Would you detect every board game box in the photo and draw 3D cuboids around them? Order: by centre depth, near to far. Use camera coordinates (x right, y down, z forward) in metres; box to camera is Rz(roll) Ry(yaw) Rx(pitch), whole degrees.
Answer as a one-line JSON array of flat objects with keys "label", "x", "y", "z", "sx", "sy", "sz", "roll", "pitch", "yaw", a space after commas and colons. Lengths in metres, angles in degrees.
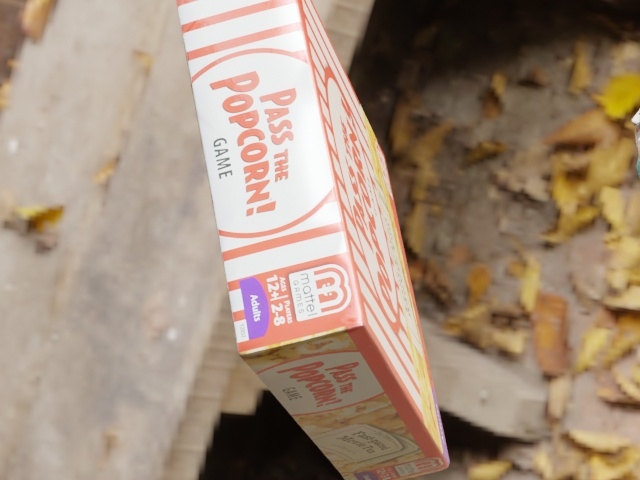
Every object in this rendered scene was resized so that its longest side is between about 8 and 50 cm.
[{"label": "board game box", "x": 0.000, "y": 0.000, "z": 0.704, "sx": 0.045, "sy": 0.193, "sz": 0.146, "roll": -14, "pitch": 68, "yaw": 7}]

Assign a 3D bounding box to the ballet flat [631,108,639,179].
[{"label": "ballet flat", "x": 0.196, "y": 0.017, "z": 0.518, "sx": 0.077, "sy": 0.241, "sz": 0.091, "roll": -54, "pitch": 3, "yaw": 45}]
